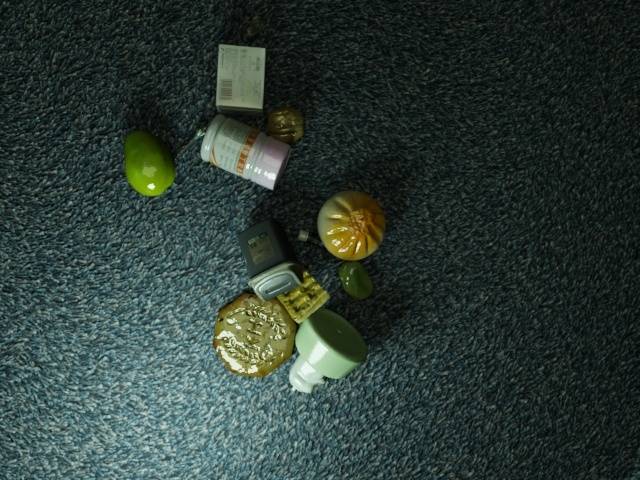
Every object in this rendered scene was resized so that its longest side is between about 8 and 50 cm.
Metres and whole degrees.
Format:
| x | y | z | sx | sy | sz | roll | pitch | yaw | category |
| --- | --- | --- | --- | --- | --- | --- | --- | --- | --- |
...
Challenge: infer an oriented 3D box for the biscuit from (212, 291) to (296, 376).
| x | y | z | sx | sy | sz | roll | pitch | yaw | category |
| --- | --- | --- | --- | --- | --- | --- | --- | --- | --- |
| -0.273 | 0.394 | 1.723 | 0.358 | 0.046 | 0.359 | 0 | 88 | -4 | biscuit |

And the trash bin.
| x | y | z | sx | sy | sz | roll | pitch | yaw | category |
| --- | --- | --- | --- | --- | --- | --- | --- | --- | --- |
| -0.198 | 0.076 | 1.642 | 0.209 | 0.182 | 0.290 | -27 | 71 | 11 | trash bin |

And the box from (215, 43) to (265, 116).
| x | y | z | sx | sy | sz | roll | pitch | yaw | category |
| --- | --- | --- | --- | --- | --- | --- | --- | --- | --- |
| -0.328 | -0.661 | 1.721 | 0.194 | 0.111 | 0.261 | 4 | 86 | -6 | box |

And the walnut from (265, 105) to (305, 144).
| x | y | z | sx | sy | sz | roll | pitch | yaw | category |
| --- | --- | --- | --- | --- | --- | --- | --- | --- | --- |
| -0.145 | -0.479 | 1.721 | 0.166 | 0.149 | 0.167 | -8 | 122 | -12 | walnut |

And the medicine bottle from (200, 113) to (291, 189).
| x | y | z | sx | sy | sz | roll | pitch | yaw | category |
| --- | --- | --- | --- | --- | --- | --- | --- | --- | --- |
| -0.296 | -0.355 | 1.668 | 0.315 | 0.202 | 0.202 | 22 | 86 | -4 | medicine bottle |

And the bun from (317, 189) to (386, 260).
| x | y | z | sx | sy | sz | roll | pitch | yaw | category |
| --- | --- | --- | --- | --- | --- | --- | --- | --- | --- |
| 0.141 | -0.068 | 1.703 | 0.298 | 0.165 | 0.299 | 1 | 86 | -15 | bun |

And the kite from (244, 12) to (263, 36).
| x | y | z | sx | sy | sz | roll | pitch | yaw | category |
| --- | --- | --- | --- | --- | --- | --- | --- | --- | --- |
| -0.288 | -0.927 | 1.787 | 0.090 | 0.004 | 0.122 | 27 | 86 | -5 | kite |

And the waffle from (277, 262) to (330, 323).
| x | y | z | sx | sy | sz | roll | pitch | yaw | category |
| --- | --- | --- | --- | --- | --- | --- | --- | --- | --- |
| -0.083 | 0.207 | 1.650 | 0.168 | 0.274 | 0.057 | -42 | 125 | -6 | waffle |

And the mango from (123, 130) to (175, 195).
| x | y | z | sx | sy | sz | roll | pitch | yaw | category |
| --- | --- | --- | --- | --- | --- | --- | --- | --- | --- |
| -0.684 | -0.313 | 1.658 | 0.185 | 0.149 | 0.273 | -8 | 84 | -4 | mango |

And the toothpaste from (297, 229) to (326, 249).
| x | y | z | sx | sy | sz | roll | pitch | yaw | category |
| --- | --- | --- | --- | --- | --- | --- | --- | --- | --- |
| 0.000 | 0.000 | 1.765 | 0.193 | 0.045 | 0.071 | 18 | 85 | -10 | toothpaste |

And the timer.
| x | y | z | sx | sy | sz | roll | pitch | yaw | category |
| --- | --- | --- | --- | --- | --- | --- | --- | --- | --- |
| -0.011 | 0.479 | 1.657 | 0.290 | 0.291 | 0.315 | 33 | 106 | -3 | timer |

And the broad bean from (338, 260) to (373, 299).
| x | y | z | sx | sy | sz | roll | pitch | yaw | category |
| --- | --- | --- | --- | --- | --- | --- | --- | --- | --- |
| 0.150 | 0.167 | 1.751 | 0.124 | 0.082 | 0.175 | -25 | 89 | -7 | broad bean |

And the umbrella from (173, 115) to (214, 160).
| x | y | z | sx | sy | sz | roll | pitch | yaw | category |
| --- | --- | --- | --- | --- | --- | --- | --- | --- | --- |
| -0.531 | -0.418 | 1.730 | 0.044 | 0.044 | 0.269 | 38 | 86 | 25 | umbrella |
